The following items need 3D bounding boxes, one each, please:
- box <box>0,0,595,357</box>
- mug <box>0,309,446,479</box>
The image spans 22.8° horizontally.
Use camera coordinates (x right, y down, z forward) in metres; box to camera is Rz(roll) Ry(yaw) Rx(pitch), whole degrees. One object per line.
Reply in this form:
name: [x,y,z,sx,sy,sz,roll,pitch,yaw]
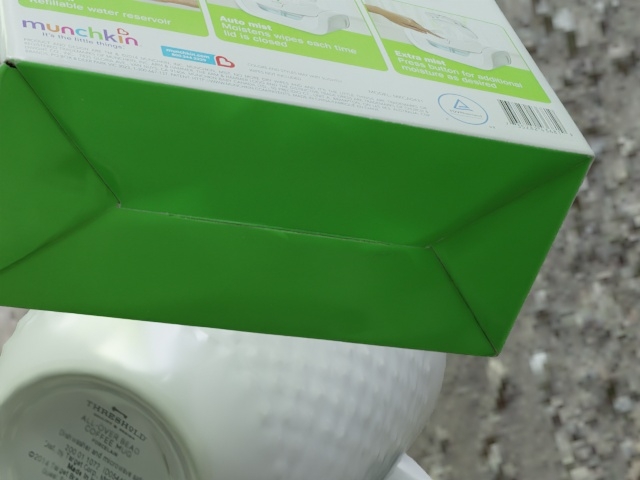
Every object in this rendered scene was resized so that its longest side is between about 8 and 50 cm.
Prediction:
box: [-0.042,-0.076,0.747,0.231,0.262,0.126,-113,36,-50]
mug: [-0.050,0.145,1.137,0.374,0.328,0.276,42,116,6]
